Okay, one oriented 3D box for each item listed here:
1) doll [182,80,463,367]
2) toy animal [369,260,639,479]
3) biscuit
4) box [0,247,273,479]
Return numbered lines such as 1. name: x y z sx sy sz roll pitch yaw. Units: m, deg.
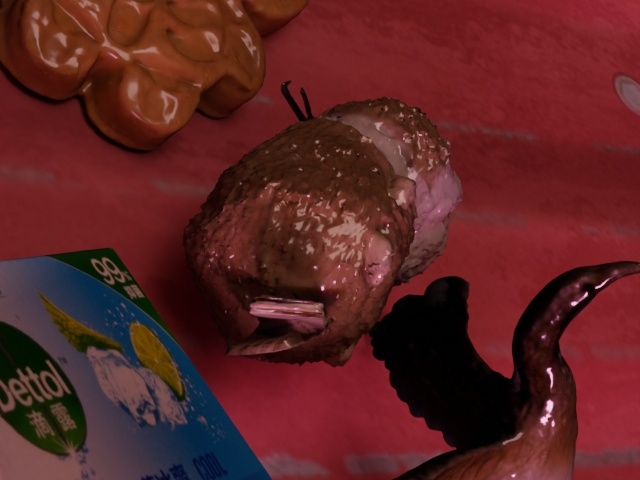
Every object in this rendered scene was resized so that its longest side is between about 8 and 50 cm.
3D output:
1. doll: -0.005 0.005 0.905 0.115 0.105 0.221 29 36 2
2. toy animal: 0.093 0.086 0.863 0.160 0.197 0.272 47 24 -19
3. biscuit: -0.096 -0.166 1.029 0.202 0.044 0.289 35 37 -15
4. box: -0.108 0.081 0.719 0.139 0.073 0.194 55 18 8
